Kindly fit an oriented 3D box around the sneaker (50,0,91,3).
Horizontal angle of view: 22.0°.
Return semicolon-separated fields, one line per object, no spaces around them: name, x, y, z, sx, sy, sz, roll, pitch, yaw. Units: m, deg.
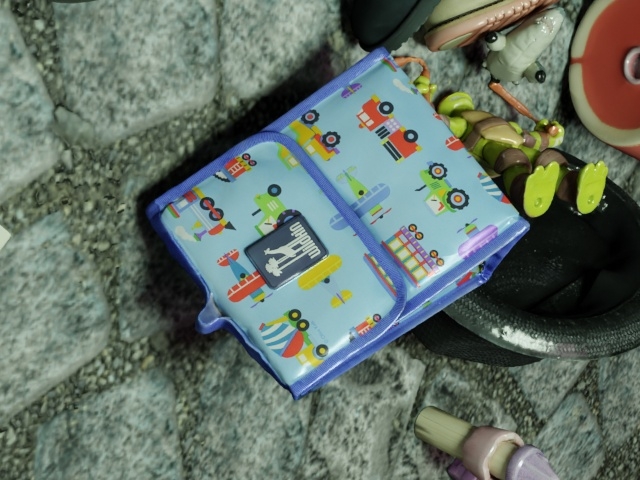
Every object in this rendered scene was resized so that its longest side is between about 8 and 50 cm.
sneaker;-0.127;-0.297;1.337;0.270;0.145;0.090;-30;123;11

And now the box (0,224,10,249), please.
box;-0.365;0.034;1.189;0.232;0.149;0.127;-54;137;-14

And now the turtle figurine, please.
turtle figurine;0.169;-0.098;1.660;0.270;0.217;0.087;13;111;-42

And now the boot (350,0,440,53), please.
boot;0.035;-0.297;1.497;0.207;0.094;0.246;23;133;-22

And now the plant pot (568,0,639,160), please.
plant pot;0.430;-0.185;1.850;0.243;0.275;0.274;6;102;-38

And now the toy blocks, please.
toy blocks;0.206;0.390;1.844;0.288;0.260;0.309;-55;136;-14

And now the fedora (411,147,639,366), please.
fedora;0.201;0.039;1.733;0.334;0.334;0.152;-20;150;-39

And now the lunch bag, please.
lunch bag;0.000;0.000;1.499;0.293;0.221;0.138;-33;167;-24

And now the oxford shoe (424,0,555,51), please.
oxford shoe;0.239;-0.331;1.701;0.397;0.140;0.146;-36;96;-22

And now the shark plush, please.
shark plush;0.207;-0.190;1.683;0.067;0.073;0.161;-54;174;-13
